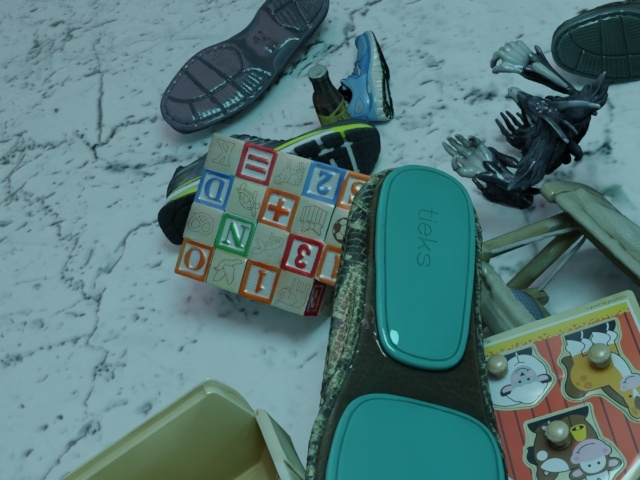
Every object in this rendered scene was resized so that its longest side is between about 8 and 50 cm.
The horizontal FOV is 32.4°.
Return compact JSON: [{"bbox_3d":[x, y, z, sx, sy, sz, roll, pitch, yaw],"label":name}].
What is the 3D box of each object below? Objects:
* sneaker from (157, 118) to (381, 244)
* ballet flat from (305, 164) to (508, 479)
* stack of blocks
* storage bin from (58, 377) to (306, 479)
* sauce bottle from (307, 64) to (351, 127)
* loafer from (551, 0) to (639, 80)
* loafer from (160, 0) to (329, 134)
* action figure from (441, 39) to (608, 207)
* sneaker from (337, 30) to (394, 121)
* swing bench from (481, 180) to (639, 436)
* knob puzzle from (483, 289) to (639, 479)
[{"bbox_3d":[-0.070,-0.098,1.414,0.300,0.111,0.121,-18,43,4],"label":"sneaker"},{"bbox_3d":[0.063,0.149,0.924,0.164,0.182,0.482,14,47,-9],"label":"ballet flat"},{"bbox_3d":[0.000,0.000,1.257,0.297,0.087,0.171,16,92,20],"label":"stack of blocks"},{"bbox_3d":[-0.123,0.289,0.942,0.260,0.123,0.262,-35,35,3],"label":"storage bin"},{"bbox_3d":[0.013,-0.172,1.426,0.042,0.128,0.042,-10,50,12],"label":"sauce bottle"},{"bbox_3d":[0.422,-0.264,1.387,0.268,0.096,0.084,-7,29,7],"label":"loafer"},{"bbox_3d":[-0.101,-0.251,1.585,0.109,0.095,0.302,44,78,10],"label":"loafer"},{"bbox_3d":[0.217,-0.120,1.206,0.141,0.275,0.164,35,82,5],"label":"action figure"},{"bbox_3d":[0.054,-0.224,1.502,0.073,0.063,0.162,-14,47,14],"label":"sneaker"},{"bbox_3d":[0.263,0.085,1.081,0.255,0.165,0.253,-32,45,-6],"label":"swing bench"},{"bbox_3d":[0.205,0.138,0.917,0.213,0.030,0.213,-14,47,16],"label":"knob puzzle"}]
